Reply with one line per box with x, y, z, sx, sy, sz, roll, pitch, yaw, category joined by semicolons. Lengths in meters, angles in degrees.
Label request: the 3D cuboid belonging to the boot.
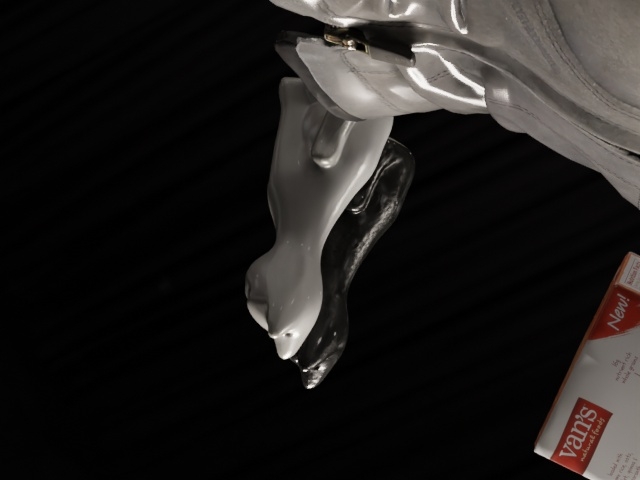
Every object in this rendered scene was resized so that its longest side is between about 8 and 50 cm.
0.115;-0.055;0.722;0.118;0.222;0.338;-67;-31;-28;boot

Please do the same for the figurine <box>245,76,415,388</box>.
0.000;0.000;1.399;0.215;0.092;0.209;55;-132;-73;figurine

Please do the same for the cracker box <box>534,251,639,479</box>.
0.291;0.130;1.290;0.232;0.156;0.067;25;-152;9;cracker box
